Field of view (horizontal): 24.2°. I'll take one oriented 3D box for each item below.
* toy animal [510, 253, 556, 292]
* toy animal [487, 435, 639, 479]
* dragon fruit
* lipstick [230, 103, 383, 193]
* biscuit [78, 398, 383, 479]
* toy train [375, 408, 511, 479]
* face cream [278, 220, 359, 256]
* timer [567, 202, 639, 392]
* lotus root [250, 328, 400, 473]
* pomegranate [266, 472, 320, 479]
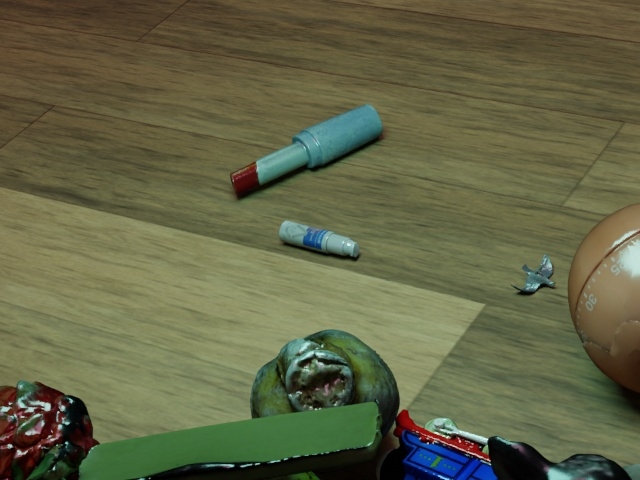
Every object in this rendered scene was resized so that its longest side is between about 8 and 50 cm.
[{"bbox_3d":[0.305,0.048,2.070,0.050,0.028,0.084,15,42,44],"label":"toy animal"},{"bbox_3d":[0.206,0.315,1.482,0.344,0.302,0.194,-29,42,-24],"label":"toy animal"},{"bbox_3d":[-0.361,0.259,1.828,0.189,0.182,0.182,24,45,14],"label":"dragon fruit"},{"bbox_3d":[-0.028,-0.143,2.400,0.274,0.061,0.068,-26,39,-21],"label":"lipstick"},{"bbox_3d":[-0.094,0.221,1.539,0.323,0.038,0.099,-11,23,9],"label":"biscuit"},{"bbox_3d":[0.158,0.281,1.732,0.204,0.082,0.131,18,46,35],"label":"toy train"},{"bbox_3d":[0.000,0.000,2.215,0.130,0.034,0.034,15,42,31],"label":"face cream"},{"bbox_3d":[0.421,0.071,1.836,0.230,0.229,0.214,-13,44,-4],"label":"timer"},{"bbox_3d":[0.009,0.192,1.781,0.175,0.175,0.349,-6,-4,6],"label":"lotus root"},{"bbox_3d":[-0.084,0.328,1.577,0.204,0.222,0.276,-24,-2,7],"label":"pomegranate"}]
